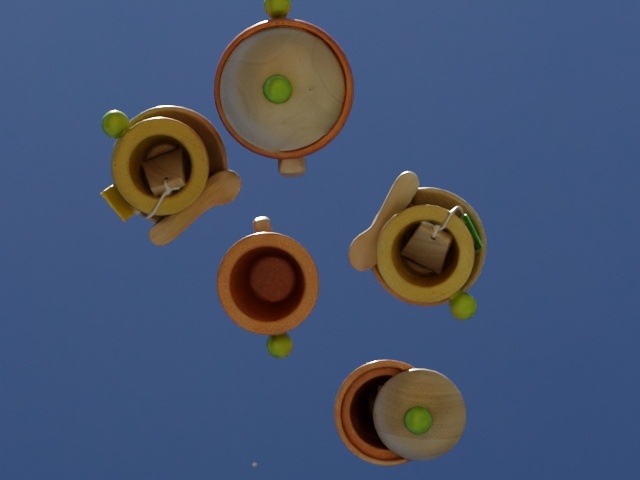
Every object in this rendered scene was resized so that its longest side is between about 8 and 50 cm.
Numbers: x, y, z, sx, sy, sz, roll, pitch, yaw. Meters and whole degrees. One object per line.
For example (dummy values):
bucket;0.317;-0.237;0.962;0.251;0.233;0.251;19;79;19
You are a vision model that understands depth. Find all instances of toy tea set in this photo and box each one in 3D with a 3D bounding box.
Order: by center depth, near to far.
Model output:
toy tea set;0.000;0.000;1.294;0.200;0.124;0.336;-42;-91;6
